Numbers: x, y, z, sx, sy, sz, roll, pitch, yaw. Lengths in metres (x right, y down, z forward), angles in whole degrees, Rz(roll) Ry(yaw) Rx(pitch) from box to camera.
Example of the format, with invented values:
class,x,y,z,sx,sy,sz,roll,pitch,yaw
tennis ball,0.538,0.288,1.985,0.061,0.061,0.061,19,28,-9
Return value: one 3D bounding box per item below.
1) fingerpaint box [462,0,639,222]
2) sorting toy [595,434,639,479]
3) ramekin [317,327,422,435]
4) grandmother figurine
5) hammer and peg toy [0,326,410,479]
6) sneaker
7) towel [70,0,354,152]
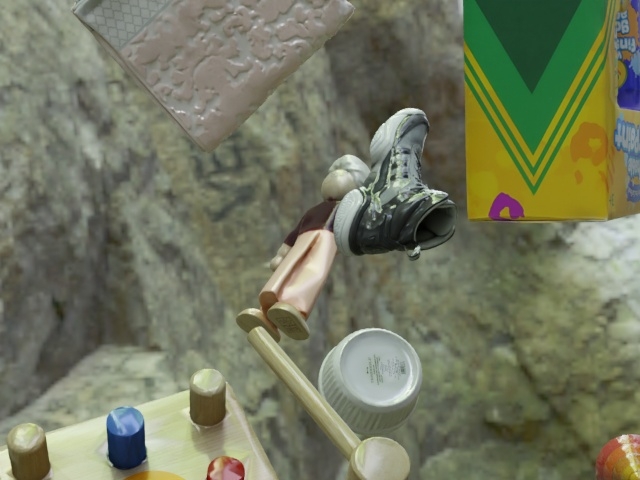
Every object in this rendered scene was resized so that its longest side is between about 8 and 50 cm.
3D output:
class,x,y,z,sx,sy,sz,roll,pitch,yaw
fingerpaint box,0.315,-0.213,1.397,0.445,0.163,0.371,-6,-84,-65
sorting toy,0.571,0.274,1.852,0.365,0.127,0.126,-58,-10,4
ramekin,0.104,0.271,2.295,0.109,0.207,0.207,110,165,-58
grandmother figurine,0.000,0.000,1.801,0.104,0.208,0.342,56,-135,-35
hammer and peg toy,-0.114,0.245,1.120,0.127,0.361,0.266,95,151,-43
sneaker,0.136,-0.075,1.670,0.268,0.153,0.101,-61,-31,-30
towel,-0.167,-0.355,1.806,0.317,0.332,0.053,45,-173,-15
